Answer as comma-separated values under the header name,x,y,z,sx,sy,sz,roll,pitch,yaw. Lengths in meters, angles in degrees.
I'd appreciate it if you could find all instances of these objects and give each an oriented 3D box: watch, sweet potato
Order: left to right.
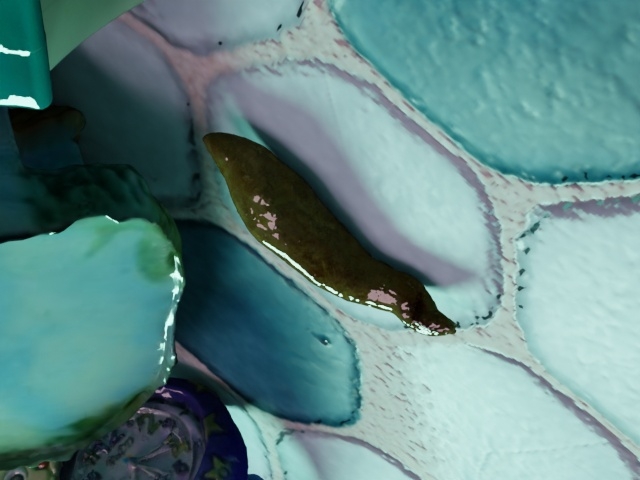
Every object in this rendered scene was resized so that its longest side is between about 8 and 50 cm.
name,x,y,z,sx,sy,sz,roll,pitch,yaw
watch,-0.113,0.201,0.822,0.196,0.171,0.200,29,158,37
sweet potato,0.000,0.001,0.573,0.153,0.038,0.041,39,170,-2

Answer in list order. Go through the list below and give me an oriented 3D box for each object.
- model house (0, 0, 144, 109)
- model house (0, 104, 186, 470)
name,x,y,z,sx,sy,sz,roll,pitch,yaw
model house,-0.152,-0.124,0.476,0.127,0.149,0.100,29,148,15
model house,-0.220,-0.019,0.670,0.261,0.226,0.241,111,143,-52
